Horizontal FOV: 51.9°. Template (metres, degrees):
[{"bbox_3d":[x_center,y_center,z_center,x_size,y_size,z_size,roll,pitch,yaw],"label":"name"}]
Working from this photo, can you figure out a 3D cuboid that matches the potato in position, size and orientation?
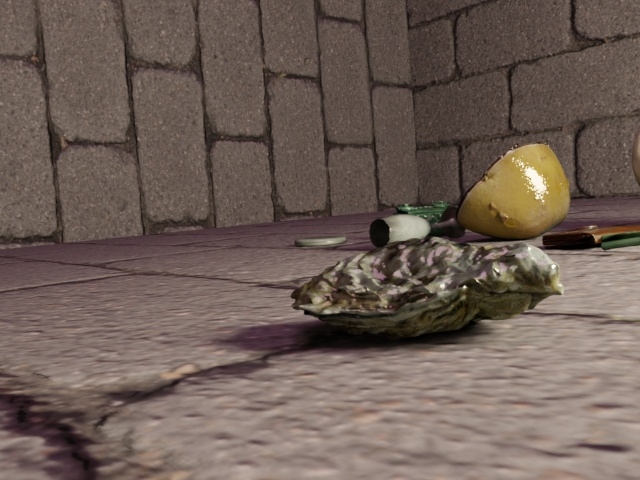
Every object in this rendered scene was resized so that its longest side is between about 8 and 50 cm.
[{"bbox_3d":[0.344,-0.059,1.103,0.202,0.182,0.117,-15,51,-31],"label":"potato"}]

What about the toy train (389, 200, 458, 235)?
[{"bbox_3d":[0.226,-0.041,1.356,0.172,0.070,0.099,-5,11,-25],"label":"toy train"}]

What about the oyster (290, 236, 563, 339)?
[{"bbox_3d":[0.064,0.033,0.447,0.177,0.064,0.125,-6,7,10],"label":"oyster"}]

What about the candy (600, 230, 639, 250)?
[{"bbox_3d":[0.434,-0.009,0.733,0.077,0.073,0.262,15,-15,-32],"label":"candy"}]

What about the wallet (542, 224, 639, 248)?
[{"bbox_3d":[0.402,-0.009,0.934,0.176,0.026,0.095,-6,2,-32],"label":"wallet"}]

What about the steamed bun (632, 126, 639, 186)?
[{"bbox_3d":[0.663,-0.142,1.055,0.177,0.283,0.283,35,-15,-25],"label":"steamed bun"}]

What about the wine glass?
[{"bbox_3d":[0.171,-0.024,1.155,0.198,0.066,0.066,-7,5,-39],"label":"wine glass"}]

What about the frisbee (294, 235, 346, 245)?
[{"bbox_3d":[0.000,0.000,1.369,0.110,0.014,0.110,-4,3,0],"label":"frisbee"}]
